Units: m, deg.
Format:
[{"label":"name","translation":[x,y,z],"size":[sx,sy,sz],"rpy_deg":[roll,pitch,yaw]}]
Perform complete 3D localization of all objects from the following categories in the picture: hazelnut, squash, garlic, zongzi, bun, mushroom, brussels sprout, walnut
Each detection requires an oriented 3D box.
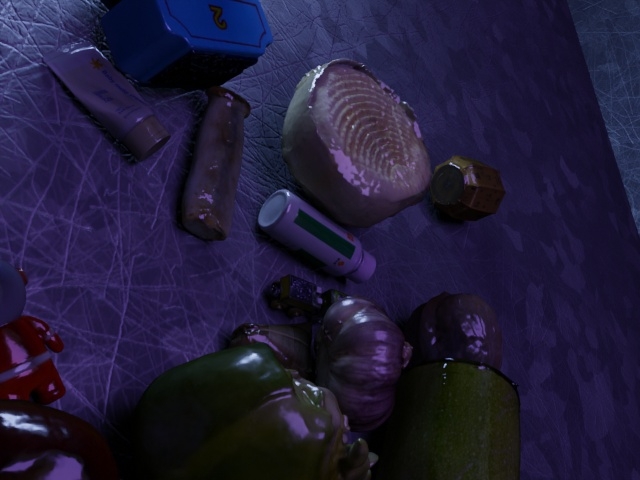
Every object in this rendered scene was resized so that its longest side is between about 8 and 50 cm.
[{"label":"hazelnut","translation":[-0.353,0.276,0.915],"size":[0.229,0.229,0.229],"rpy_deg":[27,51,-38]},{"label":"squash","translation":[0.231,0.439,1.448],"size":[0.263,0.263,0.384],"rpy_deg":[42,42,-25]},{"label":"garlic","translation":[0.074,0.208,1.361],"size":[0.160,0.245,0.245],"rpy_deg":[0,66,-16]},{"label":"zongzi","translation":[-0.079,0.164,1.399],"size":[0.160,0.078,0.176],"rpy_deg":[42,32,-25]},{"label":"bun","translation":[0.055,-0.180,1.644],"size":[0.364,0.202,0.364],"rpy_deg":[28,47,-34]},{"label":"mushroom","translation":[-0.190,-0.146,1.443],"size":[0.100,0.081,0.312],"rpy_deg":[27,55,-33]},{"label":"brussels sprout","translation":[-0.101,0.295,1.121],"size":[0.276,0.315,0.371],"rpy_deg":[58,8,31]},{"label":"walnut","translation":[0.273,0.215,1.663],"size":[0.224,0.224,0.224],"rpy_deg":[27,51,-38]}]

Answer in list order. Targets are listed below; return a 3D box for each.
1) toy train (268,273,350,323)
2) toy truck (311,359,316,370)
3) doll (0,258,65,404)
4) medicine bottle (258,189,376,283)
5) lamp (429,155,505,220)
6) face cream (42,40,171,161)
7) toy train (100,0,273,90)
[{"label":"toy train","translation":[-0.008,0.117,1.496],"size":[0.202,0.081,0.060],"rpy_deg":[25,53,-39]},{"label":"toy truck","translation":[0.056,0.264,1.490],"size":[0.080,0.078,0.154],"rpy_deg":[-27,90,-53]},{"label":"doll","translation":[-0.416,0.111,1.034],"size":[0.142,0.076,0.245],"rpy_deg":[-30,97,-53]},{"label":"medicine bottle","translation":[0.000,0.000,1.563],"size":[0.260,0.095,0.095],"rpy_deg":[34,47,-31]},{"label":"lamp","translation":[0.372,-0.131,2.025],"size":[0.185,0.161,0.161],"rpy_deg":[9,63,-47]},{"label":"face cream","translation":[-0.350,-0.238,1.328],"size":[0.224,0.070,0.114],"rpy_deg":[50,39,-3]},{"label":"toy train","translation":[-0.250,-0.409,1.432],"size":[0.300,0.188,0.265],"rpy_deg":[-12,81,-54]}]
